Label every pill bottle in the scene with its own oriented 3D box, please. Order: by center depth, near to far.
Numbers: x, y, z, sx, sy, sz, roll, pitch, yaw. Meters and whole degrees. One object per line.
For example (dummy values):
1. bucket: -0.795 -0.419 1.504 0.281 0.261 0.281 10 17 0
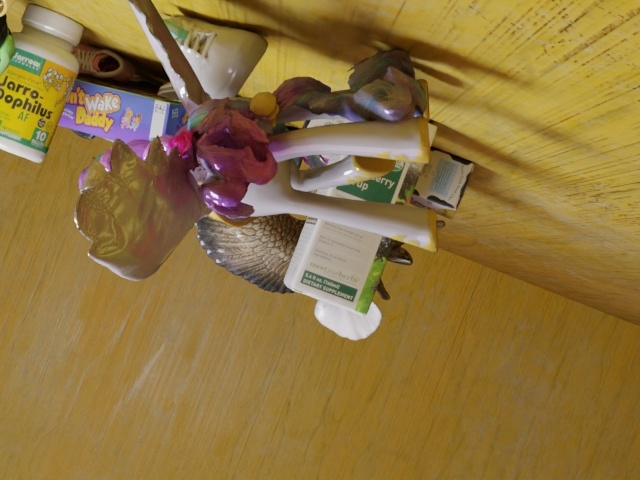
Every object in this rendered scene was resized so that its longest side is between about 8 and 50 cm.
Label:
1. pill bottle: -0.419 -0.228 1.671 0.118 0.208 0.117 22 179 0

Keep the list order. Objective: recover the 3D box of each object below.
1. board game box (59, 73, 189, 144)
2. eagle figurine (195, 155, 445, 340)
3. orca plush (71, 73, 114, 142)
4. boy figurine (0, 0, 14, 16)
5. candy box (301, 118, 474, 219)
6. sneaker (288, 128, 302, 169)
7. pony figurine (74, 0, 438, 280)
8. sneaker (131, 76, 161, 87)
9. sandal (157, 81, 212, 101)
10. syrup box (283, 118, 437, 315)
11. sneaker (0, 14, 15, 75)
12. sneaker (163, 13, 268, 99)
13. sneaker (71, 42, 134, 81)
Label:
1. board game box: -0.287 -0.204 1.847 0.347 0.078 0.233 17 -169 35
2. eagle figurine: -0.005 -0.009 1.586 0.225 0.226 0.298 44 -166 29
3. orca plush: -0.428 -0.279 2.153 0.287 0.151 0.102 25 -145 19
4. boy figurine: -0.335 -0.276 1.050 0.177 0.092 0.285 19 176 -5
5. candy box: 0.089 -0.106 1.603 0.234 0.071 0.159 21 178 6
6. sneaker: -0.117 -0.154 2.008 0.131 0.112 0.319 19 178 -17
7. pony figurine: -0.082 -0.083 1.047 0.364 0.302 0.351 -3 155 6
8. sneaker: -0.250 -0.222 2.092 0.234 0.078 0.106 25 179 -44
9. sandal: -0.173 -0.225 1.599 0.072 0.049 0.180 16 166 -18
10. syrup box: 0.045 -0.041 1.349 0.093 0.236 0.096 21 180 -9
11. sneaker: -0.613 -0.351 1.463 0.483 0.185 0.202 18 162 -20
12. sneaker: -0.129 -0.203 1.224 0.094 0.080 0.212 35 174 -25
13. sneaker: -0.367 -0.288 1.841 0.134 0.050 0.070 15 180 4
